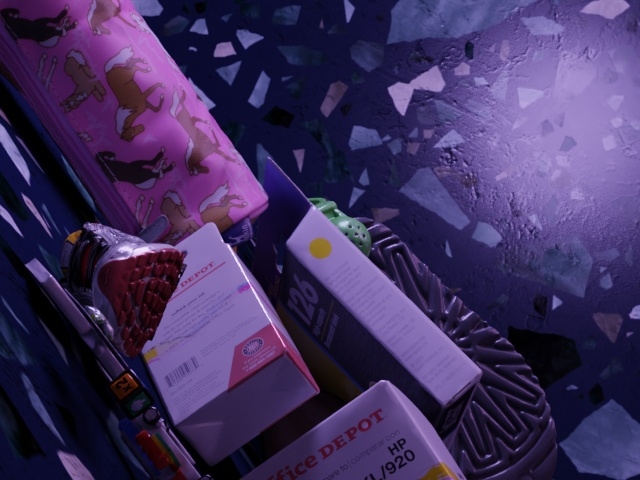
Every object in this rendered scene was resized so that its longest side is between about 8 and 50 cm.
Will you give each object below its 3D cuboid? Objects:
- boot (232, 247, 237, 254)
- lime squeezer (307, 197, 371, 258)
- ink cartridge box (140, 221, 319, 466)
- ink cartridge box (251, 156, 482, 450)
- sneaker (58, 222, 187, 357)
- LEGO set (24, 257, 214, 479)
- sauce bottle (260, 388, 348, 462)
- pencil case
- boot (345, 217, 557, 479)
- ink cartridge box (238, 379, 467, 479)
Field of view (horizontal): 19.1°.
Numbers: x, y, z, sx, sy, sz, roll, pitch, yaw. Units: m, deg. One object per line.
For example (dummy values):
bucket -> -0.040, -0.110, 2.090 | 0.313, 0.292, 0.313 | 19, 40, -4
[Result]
boot -> -0.125, 0.041, 2.080 | 0.211, 0.104, 0.295 | 63, 7, 19
lime squeezer -> 0.000, 0.000, 1.964 | 0.310, 0.059, 0.110 | 39, -24, 29
ink cartridge box -> -0.093, 0.084, 1.631 | 0.067, 0.115, 0.198 | 53, 4, -41
ink cartridge box -> 0.016, 0.107, 1.930 | 0.307, 0.072, 0.303 | 44, -24, 17
sneaker -> -0.160, 0.033, 1.436 | 0.092, 0.088, 0.225 | 25, -6, -3
LEGO set -> -0.139, 0.115, 1.302 | 0.182, 0.060, 0.244 | 55, -9, -20
sauce bottle -> 0.016, 0.236, 1.896 | 0.344, 0.111, 0.111 | 55, 2, -4
pencil case -> -0.211, -0.141, 1.833 | 0.386, 0.160, 0.167 | 56, -2, -7
boot -> 0.080, 0.177, 2.217 | 0.367, 0.146, 0.445 | 55, -20, 5
ink cartridge box -> 0.064, 0.270, 1.596 | 0.233, 0.171, 0.168 | 56, 2, 25
